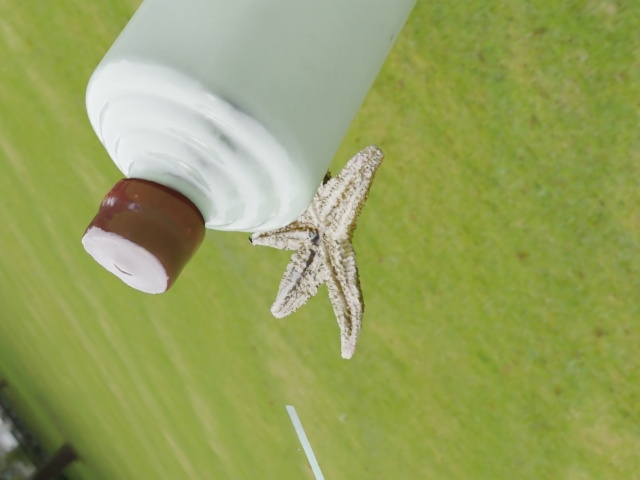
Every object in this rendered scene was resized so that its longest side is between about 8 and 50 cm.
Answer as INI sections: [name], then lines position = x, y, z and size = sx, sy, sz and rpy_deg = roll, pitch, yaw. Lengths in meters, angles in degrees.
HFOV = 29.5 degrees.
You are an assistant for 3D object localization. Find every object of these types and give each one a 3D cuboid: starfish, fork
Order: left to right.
[starfish]
position = 0.001, 0.000, 1.170
size = 0.227, 0.043, 0.241
rpy_deg = -41, 55, 52
[fork]
position = 0.005, 0.260, 1.191
size = 0.039, 0.021, 0.235
rpy_deg = -4, 120, 37

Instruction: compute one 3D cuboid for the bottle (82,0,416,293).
[bottle]
position = -0.025, -0.085, 0.523
size = 0.104, 0.245, 0.104
rpy_deg = 21, 152, 12
